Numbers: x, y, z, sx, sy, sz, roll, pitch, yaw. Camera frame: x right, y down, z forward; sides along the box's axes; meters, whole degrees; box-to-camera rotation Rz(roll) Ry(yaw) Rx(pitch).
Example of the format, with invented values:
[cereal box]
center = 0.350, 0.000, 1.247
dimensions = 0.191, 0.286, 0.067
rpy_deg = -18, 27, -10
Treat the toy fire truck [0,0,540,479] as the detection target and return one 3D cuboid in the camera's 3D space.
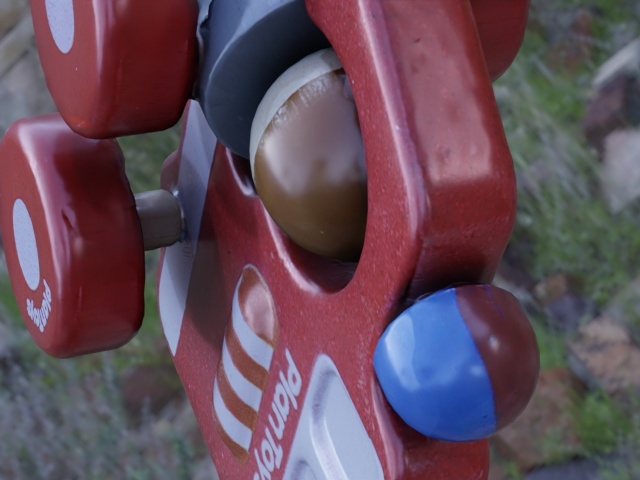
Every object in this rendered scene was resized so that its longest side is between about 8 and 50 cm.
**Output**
[toy fire truck]
center = 0.000, 0.000, 0.625
dimensions = 0.302, 0.169, 0.254
rpy_deg = 107, 144, -46
